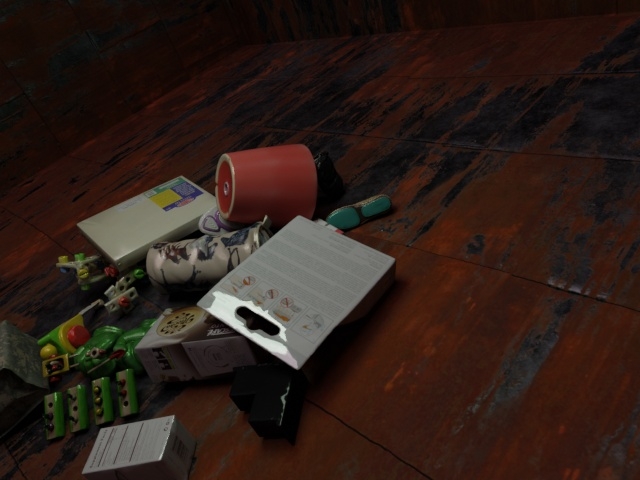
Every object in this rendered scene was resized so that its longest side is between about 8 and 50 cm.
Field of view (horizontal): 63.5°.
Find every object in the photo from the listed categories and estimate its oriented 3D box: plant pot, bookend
[{"bbox_3d":[-0.173,-0.158,1.553,0.243,0.274,0.275,-3,25,-27],"label":"plant pot"},{"bbox_3d":[-0.122,0.343,1.088,0.156,0.072,0.157,-11,36,19],"label":"bookend"}]

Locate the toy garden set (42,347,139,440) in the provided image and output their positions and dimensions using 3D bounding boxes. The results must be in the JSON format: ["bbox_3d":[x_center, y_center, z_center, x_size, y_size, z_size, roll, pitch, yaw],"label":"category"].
[{"bbox_3d":[-0.579,0.355,1.269,0.244,0.049,0.203,-19,67,7],"label":"toy garden set"}]

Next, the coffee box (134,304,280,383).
[{"bbox_3d":[-0.265,0.239,1.252,0.297,0.118,0.168,-10,25,19],"label":"coffee box"}]

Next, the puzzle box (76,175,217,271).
[{"bbox_3d":[-0.557,-0.071,1.728,0.409,0.052,0.272,-33,47,-31],"label":"puzzle box"}]

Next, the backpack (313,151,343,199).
[{"bbox_3d":[-0.031,-0.204,1.726,0.182,0.151,0.115,-6,27,44],"label":"backpack"}]

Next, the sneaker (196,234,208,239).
[{"bbox_3d":[-0.329,-0.001,1.688,0.191,0.071,0.083,6,38,36],"label":"sneaker"}]

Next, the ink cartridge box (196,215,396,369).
[{"bbox_3d":[-0.047,0.121,1.237,0.308,0.091,0.385,26,51,27],"label":"ink cartridge box"}]

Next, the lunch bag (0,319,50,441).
[{"bbox_3d":[-0.874,0.400,1.357,0.287,0.169,0.235,-44,38,-6],"label":"lunch bag"}]

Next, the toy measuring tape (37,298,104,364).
[{"bbox_3d":[-0.707,0.278,1.521,0.122,0.121,0.330,-18,12,8],"label":"toy measuring tape"}]

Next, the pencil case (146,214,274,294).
[{"bbox_3d":[-0.318,0.053,1.518,0.411,0.160,0.183,-9,55,20],"label":"pencil case"}]

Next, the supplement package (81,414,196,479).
[{"bbox_3d":[-0.367,0.445,1.062,0.179,0.105,0.105,-15,35,13],"label":"supplement package"}]

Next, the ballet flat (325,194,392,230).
[{"bbox_3d":[0.116,-0.082,1.553,0.206,0.073,0.067,-17,7,4],"label":"ballet flat"}]

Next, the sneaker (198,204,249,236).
[{"bbox_3d":[-0.279,-0.075,1.696,0.152,0.114,0.305,-17,7,46],"label":"sneaker"}]

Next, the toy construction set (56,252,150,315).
[{"bbox_3d":[-0.673,0.109,1.657,0.328,0.151,0.215,27,28,36],"label":"toy construction set"}]

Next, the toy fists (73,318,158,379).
[{"bbox_3d":[-0.532,0.291,1.381,0.279,0.096,0.142,-10,37,16],"label":"toy fists"}]

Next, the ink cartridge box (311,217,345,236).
[{"bbox_3d":[0.000,0.000,1.500,0.099,0.056,0.135,-35,36,-17],"label":"ink cartridge box"}]
